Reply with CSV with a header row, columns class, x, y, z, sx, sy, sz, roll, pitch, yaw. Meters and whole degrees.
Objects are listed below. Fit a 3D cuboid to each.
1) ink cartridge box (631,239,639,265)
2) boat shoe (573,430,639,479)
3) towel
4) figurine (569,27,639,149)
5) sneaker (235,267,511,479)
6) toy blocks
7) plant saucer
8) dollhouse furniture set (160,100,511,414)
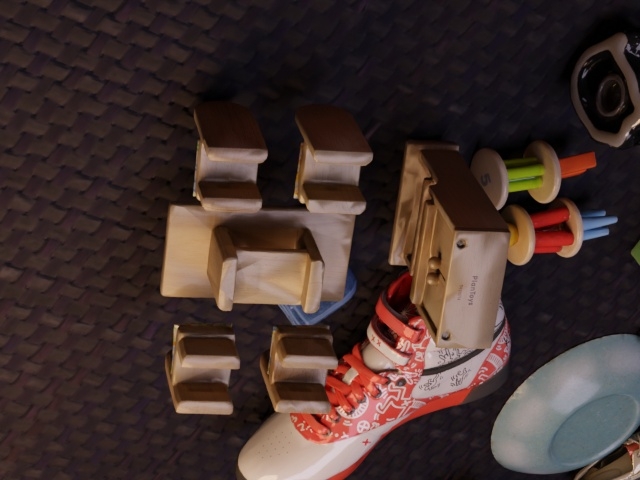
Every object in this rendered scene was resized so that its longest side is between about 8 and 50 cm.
class,x,y,z,sx,sy,sz,roll,pitch,yaw
ink cartridge box,0.393,-0.013,1.685,0.093,0.154,0.212,10,126,-38
boat shoe,0.320,0.223,1.975,0.137,0.049,0.043,-37,139,14
towel,-0.013,0.025,1.553,0.067,0.029,0.119,-33,141,0
figurine,0.339,-0.157,1.532,0.209,0.092,0.215,2,141,-40
sneaker,0.039,0.110,1.633,0.270,0.090,0.145,-26,140,-14
toy blocks,0.191,-0.034,1.608,0.148,0.054,0.123,-9,136,-27
plant saucer,0.261,0.173,1.889,0.195,0.037,0.195,-18,139,-17
dollhouse furniture set,0.000,0.000,1.453,0.242,0.161,0.212,2,115,-13
